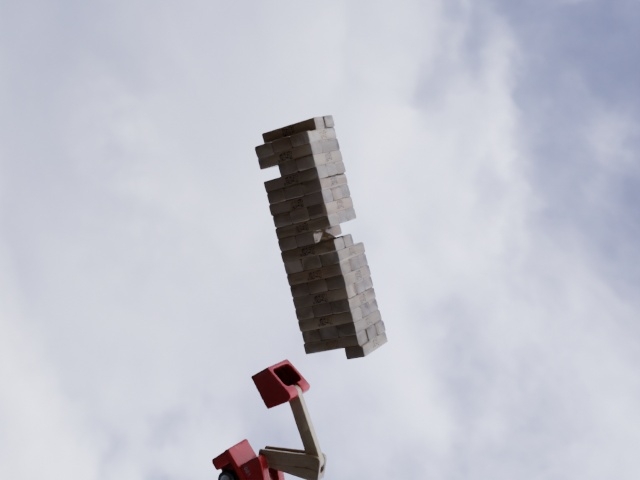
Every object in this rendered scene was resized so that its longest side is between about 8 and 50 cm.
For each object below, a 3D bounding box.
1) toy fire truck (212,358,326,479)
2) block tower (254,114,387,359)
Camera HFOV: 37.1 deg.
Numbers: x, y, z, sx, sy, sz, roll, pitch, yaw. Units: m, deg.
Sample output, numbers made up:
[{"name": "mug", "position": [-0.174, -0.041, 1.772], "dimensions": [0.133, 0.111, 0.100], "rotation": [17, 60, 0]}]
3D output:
[{"name": "toy fire truck", "position": [-0.041, 0.240, 1.018], "dimensions": [0.135, 0.047, 0.192], "rotation": [-35, -100, 24]}, {"name": "block tower", "position": [0.000, 0.000, 1.346], "dimensions": [0.097, 0.091, 0.335], "rotation": [-14, -87, 29]}]
